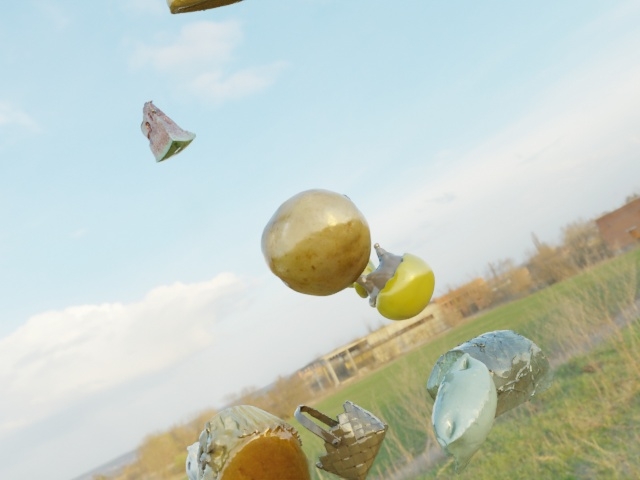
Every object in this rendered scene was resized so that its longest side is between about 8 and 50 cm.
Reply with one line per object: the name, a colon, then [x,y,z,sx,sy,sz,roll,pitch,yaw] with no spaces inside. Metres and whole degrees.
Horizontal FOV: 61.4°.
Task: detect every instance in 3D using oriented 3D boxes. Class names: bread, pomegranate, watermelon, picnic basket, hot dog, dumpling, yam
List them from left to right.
watermelon: [-0.423,-0.275,1.423,0.098,0.158,0.121,-38,29,20]
hot dog: [-0.308,-0.707,1.547,0.286,0.061,0.088,-26,4,-29]
bread: [-0.136,0.555,1.165,0.236,0.388,0.183,-15,14,-33]
pomegranate: [-0.014,0.008,1.428,0.307,0.307,0.307,-26,-11,-5]
picnic basket: [0.029,0.379,1.054,0.137,0.178,0.128,-63,-10,-7]
dumpling: [0.250,0.308,0.956,0.149,0.105,0.216,98,-167,-45]
yam: [0.405,0.333,1.318,0.271,0.201,0.202,-18,-17,-40]

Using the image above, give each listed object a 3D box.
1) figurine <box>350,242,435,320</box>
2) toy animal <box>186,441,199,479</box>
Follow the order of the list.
figurine: [0.173,0.125,1.637,0.344,0.215,0.187,10,-32,30]
toy animal: [-0.263,0.664,1.621,0.289,0.174,0.249,7,40,45]
